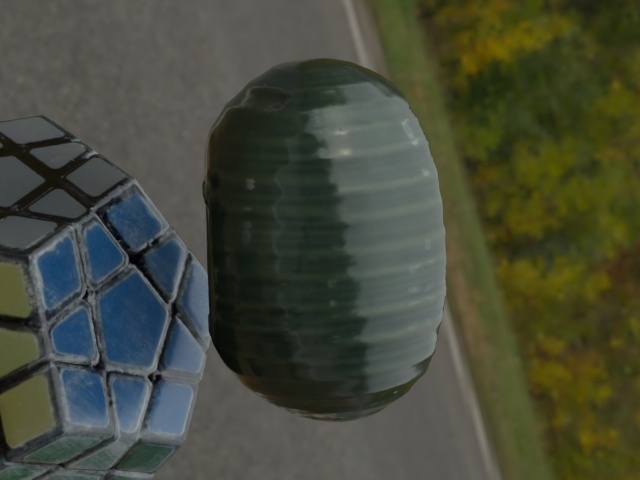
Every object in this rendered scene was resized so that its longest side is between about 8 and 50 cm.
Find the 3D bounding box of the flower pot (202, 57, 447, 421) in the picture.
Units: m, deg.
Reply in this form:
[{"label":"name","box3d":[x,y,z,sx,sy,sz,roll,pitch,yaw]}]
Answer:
[{"label":"flower pot","box3d":[0.000,0.000,1.248,0.189,0.157,0.243,-112,-160,-81]}]

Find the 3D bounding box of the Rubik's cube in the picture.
[{"label":"Rubik's cube","box3d":[-0.231,0.067,1.361,0.319,0.264,0.319,10,78,-50]}]
